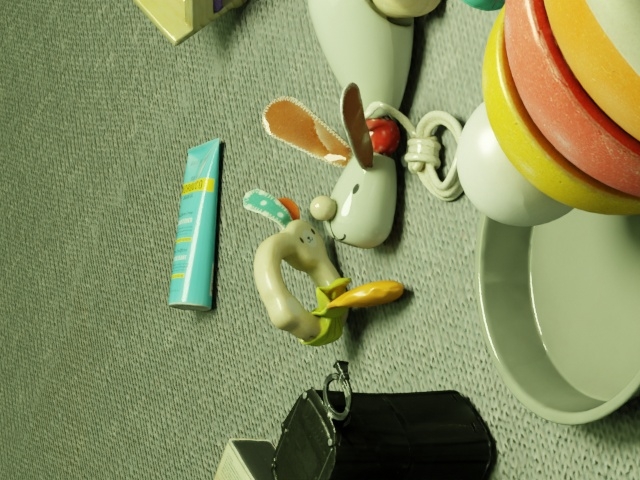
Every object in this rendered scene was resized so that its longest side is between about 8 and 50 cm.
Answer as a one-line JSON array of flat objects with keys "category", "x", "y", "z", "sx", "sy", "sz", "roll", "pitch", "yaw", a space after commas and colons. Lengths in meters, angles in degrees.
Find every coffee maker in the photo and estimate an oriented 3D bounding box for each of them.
[{"category": "coffee maker", "x": 0.067, "y": 0.195, "z": 1.838, "sx": 0.171, "sy": 0.178, "sz": 0.120, "roll": -49, "pitch": 48, "yaw": 49}]

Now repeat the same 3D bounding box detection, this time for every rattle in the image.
[{"category": "rattle", "x": 0.000, "y": 0.000, "z": 2.061, "sx": 0.143, "sy": 0.130, "sz": 0.199, "roll": -50, "pitch": 34, "yaw": 44}]

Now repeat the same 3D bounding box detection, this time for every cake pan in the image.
[{"category": "cake pan", "x": 0.238, "y": 0.015, "z": 1.695, "sx": 0.293, "sy": 0.054, "sz": 0.293, "roll": -14, "pitch": 74, "yaw": 58}]

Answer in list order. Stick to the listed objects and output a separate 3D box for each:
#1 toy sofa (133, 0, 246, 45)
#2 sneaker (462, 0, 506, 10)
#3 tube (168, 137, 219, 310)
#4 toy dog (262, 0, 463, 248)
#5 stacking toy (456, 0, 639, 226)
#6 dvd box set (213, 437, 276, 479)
[{"category": "toy sofa", "x": -0.146, "y": -0.394, "z": 2.202, "sx": 0.150, "sy": 0.177, "sz": 0.362, "roll": 48, "pitch": 163, "yaw": 16}, {"category": "sneaker", "x": 0.193, "y": -0.260, "z": 1.737, "sx": 0.178, "sy": 0.124, "sz": 0.295, "roll": -54, "pitch": 34, "yaw": 35}, {"category": "tube", "x": -0.151, "y": -0.019, "z": 2.383, "sx": 0.080, "sy": 0.052, "sz": 0.207, "roll": -12, "pitch": 70, "yaw": 52}, {"category": "toy dog", "x": 0.020, "y": -0.172, "z": 1.990, "sx": 0.220, "sy": 0.161, "sz": 0.333, "roll": -32, "pitch": 58, "yaw": 54}, {"category": "stacking toy", "x": 0.230, "y": -0.128, "z": 1.467, "sx": 0.480, "sy": 0.351, "sz": 0.350, "roll": 137, "pitch": 130, "yaw": -56}, {"category": "dvd box set", "x": -0.085, "y": 0.479, "z": 2.177, "sx": 0.307, "sy": 0.062, "sz": 0.420, "roll": 51, "pitch": 128, "yaw": 50}]
